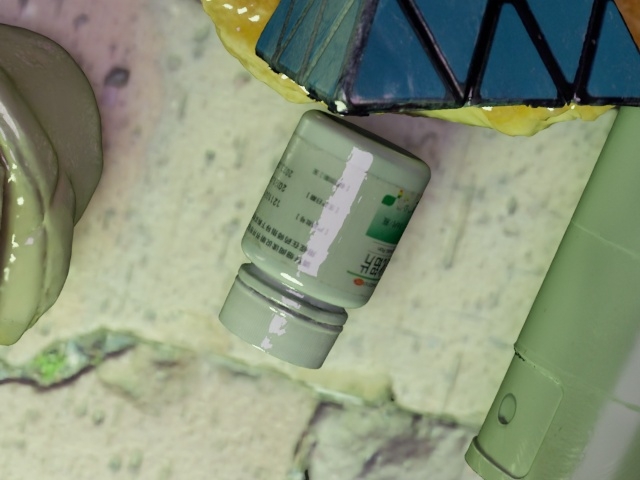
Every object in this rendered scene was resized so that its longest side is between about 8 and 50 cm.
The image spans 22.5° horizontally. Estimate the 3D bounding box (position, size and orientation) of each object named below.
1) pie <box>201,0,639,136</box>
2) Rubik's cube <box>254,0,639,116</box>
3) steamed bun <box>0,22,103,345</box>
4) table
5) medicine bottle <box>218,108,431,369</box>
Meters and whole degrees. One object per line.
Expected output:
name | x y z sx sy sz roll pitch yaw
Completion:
pie | 0.058 -0.195 0.809 0.340 0.083 0.339 10 124 16
Rubik's cube | 0.033 -0.156 0.763 0.190 0.211 0.178 13 102 43
steamed bun | -0.238 -0.029 0.868 0.218 0.144 0.211 15 97 0
table | 0.179 0.044 0.870 0.126 0.126 0.220 23 97 -1
medicine bottle | 0.000 0.000 0.895 0.080 0.080 0.130 25 98 -1
